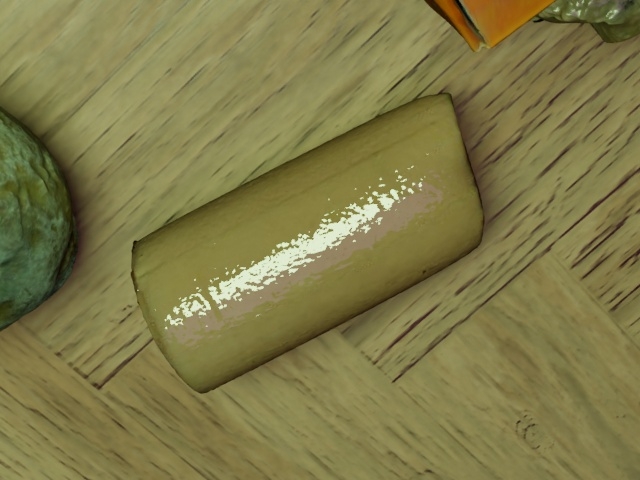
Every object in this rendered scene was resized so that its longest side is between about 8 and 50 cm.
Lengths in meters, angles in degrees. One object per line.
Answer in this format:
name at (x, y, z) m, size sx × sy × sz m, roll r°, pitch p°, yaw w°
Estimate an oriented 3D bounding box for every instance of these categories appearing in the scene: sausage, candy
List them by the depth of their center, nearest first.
candy at (0.184, -0.192, 0.821) m, size 0.095 × 0.085 × 0.110 m, roll -1°, pitch 101°, yaw -16°
sausage at (0.000, 0.000, 0.847) m, size 0.252 × 0.123 × 0.123 m, roll -27°, pitch 113°, yaw 5°

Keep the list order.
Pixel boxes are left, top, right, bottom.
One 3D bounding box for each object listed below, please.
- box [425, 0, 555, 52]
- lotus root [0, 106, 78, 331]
box at (0.104, -0.252, 0.639) m, size 0.225 × 0.341 × 0.143 m, roll -36°, pitch 113°, yaw 8°
lotus root at (-0.297, -0.029, 0.726) m, size 0.349 × 0.175 × 0.175 m, roll 13°, pitch 112°, yaw -41°
